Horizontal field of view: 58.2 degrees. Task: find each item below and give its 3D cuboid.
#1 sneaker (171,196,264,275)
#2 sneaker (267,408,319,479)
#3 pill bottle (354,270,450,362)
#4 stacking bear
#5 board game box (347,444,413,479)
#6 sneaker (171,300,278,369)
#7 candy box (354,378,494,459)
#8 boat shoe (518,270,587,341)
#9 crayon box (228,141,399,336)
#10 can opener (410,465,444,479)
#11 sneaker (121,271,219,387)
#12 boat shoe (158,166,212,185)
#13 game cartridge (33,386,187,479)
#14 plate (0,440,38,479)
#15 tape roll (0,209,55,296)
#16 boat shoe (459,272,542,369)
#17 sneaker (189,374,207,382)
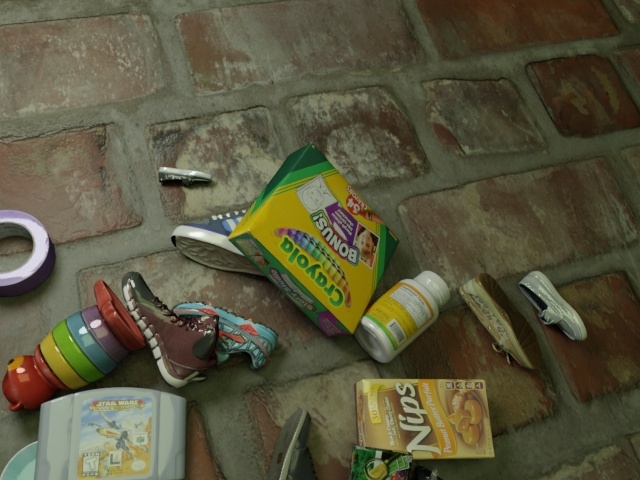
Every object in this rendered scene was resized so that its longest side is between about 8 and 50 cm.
[{"bbox_3d":[-0.194,-0.047,1.477,0.322,0.130,0.236,14,57,-4],"label":"sneaker"},{"bbox_3d":[-0.043,0.503,1.299,0.118,0.083,0.222,32,54,-19],"label":"sneaker"},{"bbox_3d":[0.210,0.184,1.456,0.245,0.136,0.136,-35,78,-25],"label":"pill bottle"},{"bbox_3d":[-0.543,0.249,1.240,0.289,0.164,0.175,-35,34,-13],"label":"stacking bear"},{"bbox_3d":[0.117,0.590,1.264,0.136,0.030,0.260,9,86,-6],"label":"board game box"},{"bbox_3d":[-0.235,0.227,1.350,0.262,0.104,0.125,20,67,-3],"label":"sneaker"},{"bbox_3d":[0.245,0.430,1.382,0.316,0.087,0.183,3,67,-12],"label":"candy box"},{"bbox_3d":[0.635,0.193,1.595,0.081,0.079,0.227,-29,71,-14],"label":"boat shoe"},{"bbox_3d":[0.000,0.000,1.406,0.363,0.106,0.313,46,52,-20],"label":"crayon box"},{"bbox_3d":[0.296,0.593,1.348,0.186,0.073,0.059,30,24,-2],"label":"can opener"},{"bbox_3d":[-0.315,0.173,1.287,0.162,0.106,0.281,-26,93,2],"label":"sneaker"},{"bbox_3d":[-0.360,-0.165,1.529,0.142,0.049,0.040,7,84,-9],"label":"boat shoe"},{"bbox_3d":[-0.433,0.412,1.213,0.297,0.062,0.198,4,77,-23],"label":"game cartridge"},{"bbox_3d":[-0.563,0.508,1.190,0.188,0.024,0.188,5,65,-10],"label":"plate"},{"bbox_3d":[-0.723,0.030,1.334,0.189,0.080,0.189,5,66,-11],"label":"tape roll"},{"bbox_3d":[0.485,0.223,1.543,0.104,0.089,0.285,-17,72,-47],"label":"boat shoe"},{"bbox_3d":[-0.305,0.310,1.335,0.083,0.031,0.035,4,65,-12],"label":"sneaker"}]
